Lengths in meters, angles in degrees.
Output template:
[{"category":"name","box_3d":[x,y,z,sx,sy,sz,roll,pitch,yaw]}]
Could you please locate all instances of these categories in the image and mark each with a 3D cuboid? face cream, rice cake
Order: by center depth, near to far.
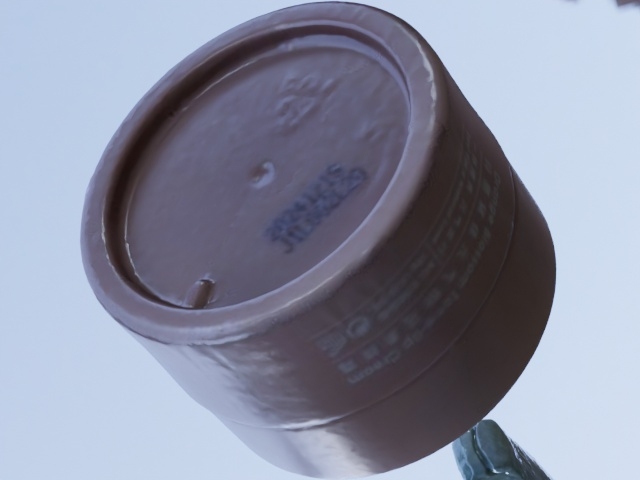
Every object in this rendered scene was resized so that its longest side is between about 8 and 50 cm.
[{"category":"face cream","box_3d":[0.000,0.000,0.665,0.104,0.149,0.149,50,-134,-43]},{"category":"rice cake","box_3d":[0.107,0.131,0.879,0.171,0.029,0.033,44,-162,-50]}]
